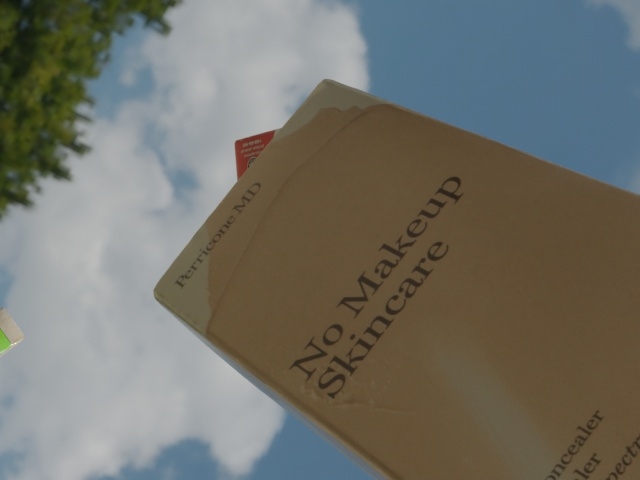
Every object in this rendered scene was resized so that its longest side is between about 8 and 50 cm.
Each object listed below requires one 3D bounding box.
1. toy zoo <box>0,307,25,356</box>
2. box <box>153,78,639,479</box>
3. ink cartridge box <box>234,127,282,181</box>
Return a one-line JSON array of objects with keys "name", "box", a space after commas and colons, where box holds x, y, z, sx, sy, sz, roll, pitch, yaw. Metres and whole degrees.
[{"name": "toy zoo", "box": [-0.346, 0.155, 0.964, 0.192, 0.030, 0.293, -35, -178, 38]}, {"name": "box", "box": [0.072, 0.049, 0.605, 0.148, 0.121, 0.311, -52, -145, -8]}, {"name": "ink cartridge box", "box": [0.000, 0.000, 0.871, 0.099, 0.056, 0.135, -8, -94, 56]}]
